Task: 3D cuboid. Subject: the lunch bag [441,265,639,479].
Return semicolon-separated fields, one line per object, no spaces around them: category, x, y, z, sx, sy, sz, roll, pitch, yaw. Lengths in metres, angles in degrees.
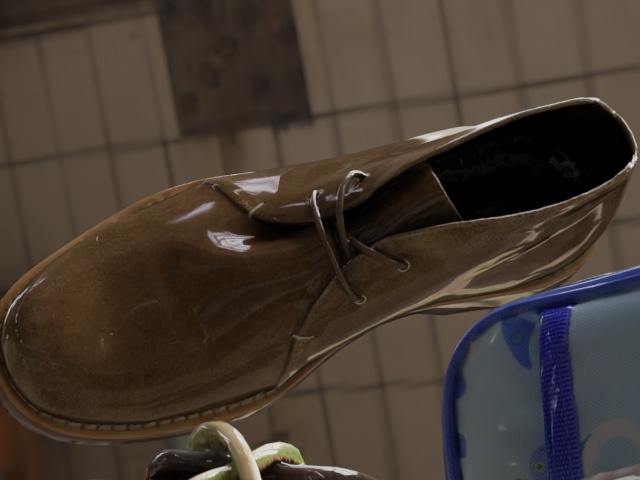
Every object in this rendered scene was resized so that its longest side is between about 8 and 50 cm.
lunch bag;0.119;0.109;0.483;0.176;0.219;0.090;-11;-17;28

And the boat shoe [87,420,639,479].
boat shoe;-0.038;0.097;0.422;0.324;0.096;0.116;-19;5;15

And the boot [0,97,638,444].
boot;0.000;0.000;0.876;0.305;0.112;0.115;-18;-14;-20
